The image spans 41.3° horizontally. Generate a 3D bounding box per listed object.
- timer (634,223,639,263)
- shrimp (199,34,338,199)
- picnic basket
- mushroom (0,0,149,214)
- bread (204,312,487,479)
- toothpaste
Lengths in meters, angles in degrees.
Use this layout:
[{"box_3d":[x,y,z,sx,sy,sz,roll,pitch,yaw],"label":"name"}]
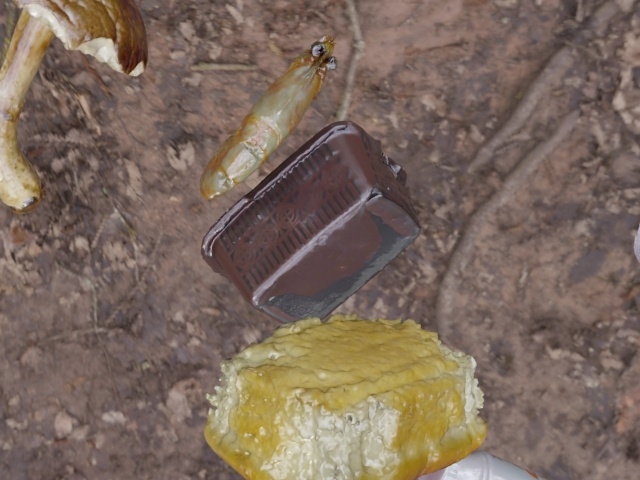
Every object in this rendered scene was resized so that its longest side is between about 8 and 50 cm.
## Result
[{"box_3d":[0.522,-0.038,1.114,0.161,0.250,0.258,1,118,-14],"label":"timer"},{"box_3d":[-0.066,-0.169,1.128,0.062,0.154,0.294,47,70,-18],"label":"shrimp"},{"box_3d":[0.000,0.000,1.172,0.297,0.129,0.222,-41,140,13],"label":"picnic basket"},{"box_3d":[-0.302,-0.187,0.894,0.233,0.207,0.302,18,80,-55],"label":"mushroom"},{"box_3d":[0.029,0.143,0.734,0.245,0.174,0.121,-4,114,-48],"label":"bread"},{"box_3d":[0.256,0.293,0.898,0.323,0.100,0.066,25,67,-14],"label":"toothpaste"}]
